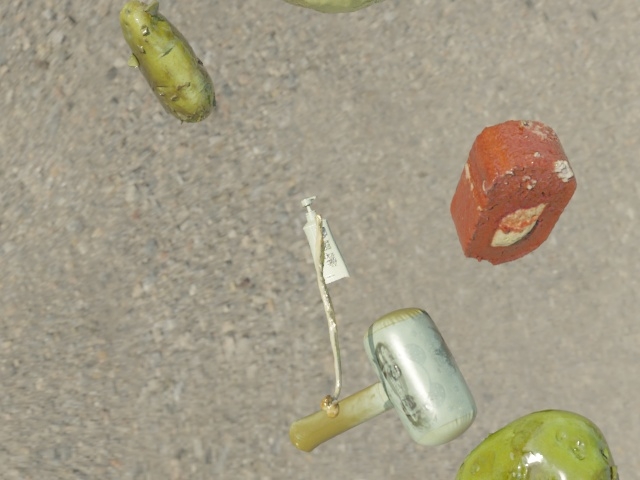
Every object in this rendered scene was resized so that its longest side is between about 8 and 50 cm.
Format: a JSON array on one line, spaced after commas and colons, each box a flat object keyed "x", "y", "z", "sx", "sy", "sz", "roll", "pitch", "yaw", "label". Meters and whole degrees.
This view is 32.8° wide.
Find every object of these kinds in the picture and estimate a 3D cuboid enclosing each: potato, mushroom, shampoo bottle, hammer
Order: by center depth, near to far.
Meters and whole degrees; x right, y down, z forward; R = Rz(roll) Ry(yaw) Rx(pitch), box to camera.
[{"x": 0.254, "y": 0.315, "z": 1.313, "sx": 0.186, "sy": 0.253, "sz": 0.148, "roll": 17, "pitch": 25, "yaw": 2, "label": "potato"}, {"x": 0.009, "y": 0.096, "z": 1.443, "sx": 0.028, "sy": 0.025, "sz": 0.286, "roll": 42, "pitch": 41, "yaw": -57, "label": "mushroom"}, {"x": 0.072, "y": 0.243, "z": 1.609, "sx": 0.113, "sy": 0.305, "sz": 0.202, "roll": -2, "pitch": 62, "yaw": -57, "label": "hammer"}, {"x": -0.233, "y": -0.269, "z": 1.649, "sx": 0.090, "sy": 0.117, "sz": 0.226, "roll": -48, "pitch": 133, "yaw": -20, "label": "potato"}, {"x": 0.000, "y": 0.000, "z": 1.695, "sx": 0.141, "sy": 0.048, "sz": 0.034, "roll": 69, "pitch": 18, "yaw": -3, "label": "shampoo bottle"}]

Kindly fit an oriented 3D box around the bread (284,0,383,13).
[{"x": 0.015, "y": -0.489, "z": 1.546, "sx": 0.320, "sy": 0.237, "sz": 0.321, "roll": -13, "pitch": 118, "yaw": -26, "label": "bread"}]

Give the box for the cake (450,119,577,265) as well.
[{"x": 0.351, "y": -0.086, "z": 1.982, "sx": 0.176, "sy": 0.283, "sz": 0.151, "roll": 2, "pitch": 45, "yaw": -12, "label": "cake"}]
